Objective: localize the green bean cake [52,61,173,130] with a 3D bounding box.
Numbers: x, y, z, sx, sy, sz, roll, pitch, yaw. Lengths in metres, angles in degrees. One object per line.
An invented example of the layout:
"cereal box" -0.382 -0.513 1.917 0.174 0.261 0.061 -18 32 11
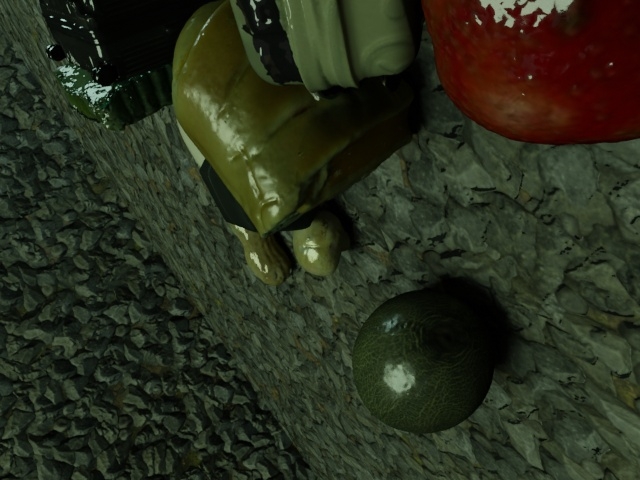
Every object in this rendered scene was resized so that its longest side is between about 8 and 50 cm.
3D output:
"green bean cake" -0.471 -0.377 1.452 0.241 0.255 0.132 31 149 34

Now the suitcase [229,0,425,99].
"suitcase" 0.010 -0.299 0.586 0.193 0.352 0.339 -1 133 14

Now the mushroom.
"mushroom" 0.000 0.000 1.248 0.148 0.112 0.148 171 90 -71

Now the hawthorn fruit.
"hawthorn fruit" 0.231 -0.193 0.455 0.307 0.265 0.265 17 141 21

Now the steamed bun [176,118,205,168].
"steamed bun" -0.207 -0.235 1.299 0.177 0.130 0.228 -14 109 53

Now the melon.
"melon" 0.174 0.214 1.064 0.237 0.237 0.302 47 158 15

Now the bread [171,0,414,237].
"bread" -0.045 -0.218 0.848 0.341 0.300 0.210 55 154 9

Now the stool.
"stool" -0.102 -0.126 1.156 0.141 0.232 0.232 15 134 55

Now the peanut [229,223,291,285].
"peanut" -0.160 -0.001 1.548 0.117 0.101 0.263 -6 118 40

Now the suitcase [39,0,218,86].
"suitcase" -0.265 -0.387 0.972 0.229 0.335 0.152 31 142 42
